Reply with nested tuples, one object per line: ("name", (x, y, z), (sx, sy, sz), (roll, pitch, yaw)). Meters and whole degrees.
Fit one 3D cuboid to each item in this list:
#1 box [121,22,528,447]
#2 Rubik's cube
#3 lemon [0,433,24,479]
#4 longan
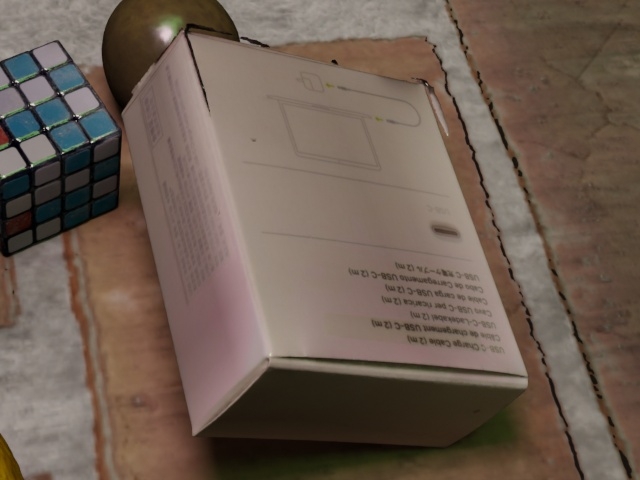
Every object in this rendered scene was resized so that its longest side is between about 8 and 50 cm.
("box", (0.000, 0.000, 0.939), (0.203, 0.106, 0.252), (8, 51, -37))
("Rubik's cube", (-0.197, -0.064, 0.994), (0.092, 0.092, 0.092), (-26, 65, -24))
("lemon", (-0.265, 0.151, 0.788), (0.256, 0.188, 0.188), (15, 56, 1))
("longan", (-0.104, -0.129, 1.057), (0.119, 0.106, 0.106), (54, 54, -25))
